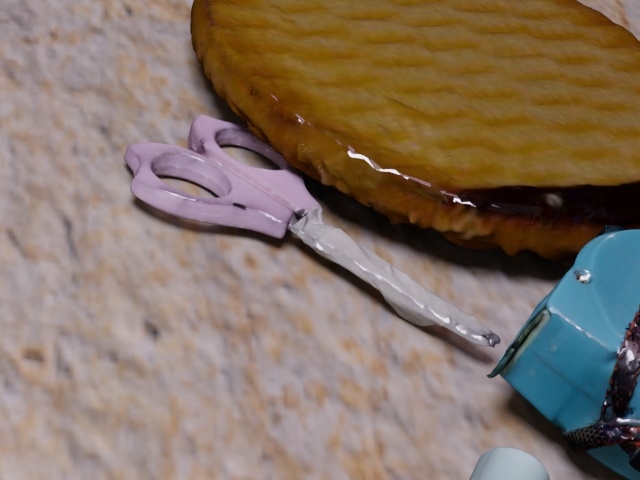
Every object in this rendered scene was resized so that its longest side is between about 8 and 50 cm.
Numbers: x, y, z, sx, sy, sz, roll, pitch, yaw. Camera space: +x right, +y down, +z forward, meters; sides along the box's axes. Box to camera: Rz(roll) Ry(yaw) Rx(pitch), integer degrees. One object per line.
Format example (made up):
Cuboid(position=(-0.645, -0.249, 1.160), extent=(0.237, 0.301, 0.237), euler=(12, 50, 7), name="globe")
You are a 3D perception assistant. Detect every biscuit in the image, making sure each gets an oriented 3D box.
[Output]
Cuboid(position=(0.078, -0.090, 1.019), extent=(0.318, 0.040, 0.318), euler=(15, 32, -10), name="biscuit")

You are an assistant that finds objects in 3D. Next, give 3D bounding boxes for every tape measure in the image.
Cuboid(position=(0.159, 0.059, 0.836), extent=(0.125, 0.081, 0.146), euler=(38, 38, 7), name="tape measure")

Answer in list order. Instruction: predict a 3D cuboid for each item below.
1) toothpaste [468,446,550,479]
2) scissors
Cuboid(position=(0.049, 0.158, 0.692), extent=(0.056, 0.036, 0.205), euler=(24, 39, 8), name="toothpaste")
Cuboid(position=(0.000, -0.001, 0.888), extent=(0.212, 0.021, 0.110), euler=(34, 35, 20), name="scissors")
